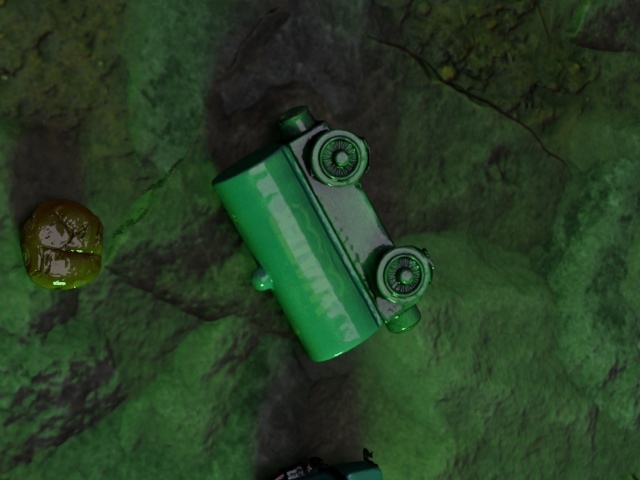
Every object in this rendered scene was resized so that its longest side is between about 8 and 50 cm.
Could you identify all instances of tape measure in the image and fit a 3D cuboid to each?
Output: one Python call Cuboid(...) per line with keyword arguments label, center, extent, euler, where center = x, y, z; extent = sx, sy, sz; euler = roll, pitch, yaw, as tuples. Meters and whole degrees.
Cuboid(label="tape measure", center=(0.001, 0.281, 1.608), extent=(0.125, 0.081, 0.146), euler=(-9, 93, -18))

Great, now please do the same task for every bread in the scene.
Cuboid(label="bread", center=(-0.235, 0.006, 1.500), extent=(0.081, 0.046, 0.083), euler=(33, 75, -22))

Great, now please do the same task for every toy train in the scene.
Cuboid(label="toy train", center=(0.000, 0.000, 1.609), extent=(0.159, 0.101, 0.248), euler=(-33, 104, -12))
